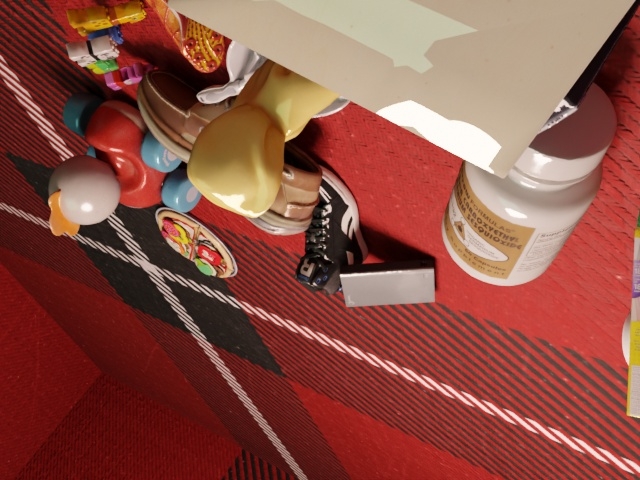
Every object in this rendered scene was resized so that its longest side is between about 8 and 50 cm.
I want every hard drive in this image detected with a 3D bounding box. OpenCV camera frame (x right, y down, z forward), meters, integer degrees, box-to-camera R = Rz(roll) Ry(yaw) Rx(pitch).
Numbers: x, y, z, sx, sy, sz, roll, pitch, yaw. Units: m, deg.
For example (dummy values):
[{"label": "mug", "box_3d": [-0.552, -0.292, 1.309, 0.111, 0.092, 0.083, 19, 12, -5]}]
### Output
[{"label": "hard drive", "box_3d": [0.099, 0.063, 1.229, 0.135, 0.022, 0.094, -4, 145, 7]}]

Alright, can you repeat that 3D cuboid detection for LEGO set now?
[{"label": "LEGO set", "box_3d": [-0.272, -0.274, 1.132, 0.227, 0.093, 0.087, -99, -6, -89]}]

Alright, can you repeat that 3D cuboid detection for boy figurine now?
[{"label": "boy figurine", "box_3d": [-0.014, -0.142, 0.793, 0.092, 0.285, 0.177, 47, 149, -22]}]

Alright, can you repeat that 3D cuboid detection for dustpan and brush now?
[{"label": "dustpan and brush", "box_3d": [-0.080, -0.201, 1.038, 0.211, 0.060, 0.147, 4, 140, 49]}]

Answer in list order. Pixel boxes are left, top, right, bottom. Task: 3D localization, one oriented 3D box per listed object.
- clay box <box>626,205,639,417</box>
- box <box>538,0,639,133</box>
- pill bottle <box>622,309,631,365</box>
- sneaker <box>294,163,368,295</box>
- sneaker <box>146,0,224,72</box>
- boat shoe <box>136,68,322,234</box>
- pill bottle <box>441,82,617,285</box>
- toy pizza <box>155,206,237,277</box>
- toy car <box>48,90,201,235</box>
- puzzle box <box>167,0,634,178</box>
[{"label": "clay box", "box_3d": [0.370, 0.068, 0.811, 0.053, 0.222, 0.127, 7, 176, -37]}, {"label": "box", "box_3d": [0.130, -0.200, 0.660, 0.207, 0.153, 0.108, 42, 155, -9]}, {"label": "pill bottle", "box_3d": [0.422, 0.111, 0.871, 0.193, 0.108, 0.108, 1, 138, 52]}, {"label": "sneaker", "box_3d": [0.000, 0.000, 1.211, 0.079, 0.121, 0.217, 16, 148, 36]}, {"label": "sneaker", "box_3d": [-0.174, -0.287, 1.034, 0.067, 0.064, 0.175, 36, 159, 57]}, {"label": "boat shoe", "box_3d": [-0.118, -0.146, 1.150, 0.324, 0.123, 0.116, 40, 123, 15]}, {"label": "pill bottle", "box_3d": [0.204, -0.058, 0.833, 0.131, 0.131, 0.229, 31, 154, 13]}, {"label": "toy pizza", "box_3d": [-0.252, 0.011, 1.663, 0.201, 0.032, 0.201, 29, 154, 16]}, {"label": "toy car", "box_3d": [-0.362, -0.090, 1.386, 0.219, 0.238, 0.210, 25, 153, 24]}, {"label": "puzzle box", "box_3d": [0.095, -0.250, 0.475, 0.272, 0.052, 0.409, 27, 130, -4]}]
